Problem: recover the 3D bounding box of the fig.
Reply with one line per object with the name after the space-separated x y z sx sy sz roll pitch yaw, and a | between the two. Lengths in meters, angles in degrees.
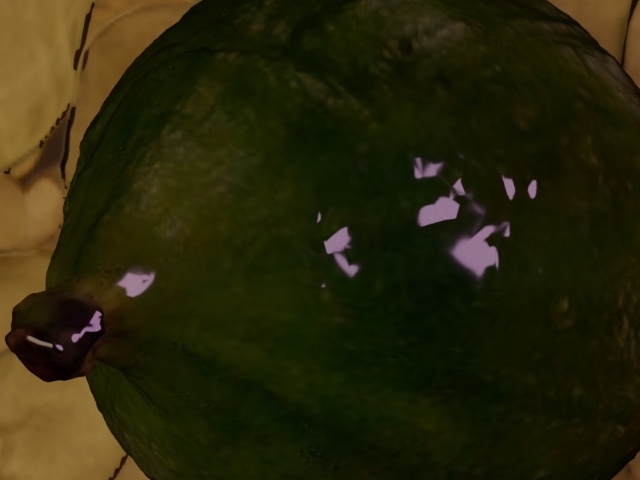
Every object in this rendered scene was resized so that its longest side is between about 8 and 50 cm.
0.000 0.000 0.557 0.203 0.235 0.203 -3 84 23 | fig
